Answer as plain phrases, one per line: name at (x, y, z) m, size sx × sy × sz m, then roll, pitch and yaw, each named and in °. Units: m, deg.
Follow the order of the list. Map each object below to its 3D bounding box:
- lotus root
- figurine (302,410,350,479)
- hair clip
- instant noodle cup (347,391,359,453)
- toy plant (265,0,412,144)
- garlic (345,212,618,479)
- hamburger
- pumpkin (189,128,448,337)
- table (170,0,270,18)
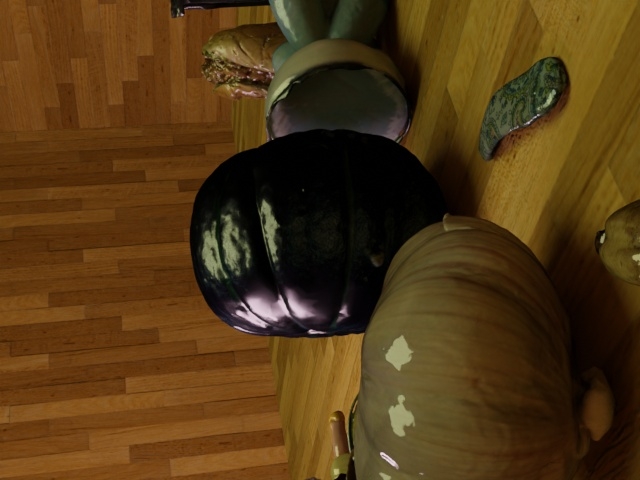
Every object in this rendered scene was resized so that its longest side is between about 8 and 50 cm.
lotus root at (0.260, 0.002, 0.738) m, size 0.152 × 0.063 × 0.072 m, roll -128°, pitch 62°, yaw -82°
figurine at (0.055, 0.345, 1.280) m, size 0.240 × 0.175 × 0.115 m, roll -111°, pitch 35°, yaw -53°
hair clip at (0.207, -0.134, 1.030) m, size 0.229 × 0.036 × 0.066 m, roll 124°, pitch 147°, yaw -72°
instant noodle cup at (0.143, 0.239, 1.178) m, size 0.144 × 0.182 × 0.182 m, roll 151°, pitch 115°, yaw -68°
toy plant at (0.012, -0.306, 1.521) m, size 0.247 × 0.247 × 0.332 m, roll 101°, pitch 166°, yaw -53°
garlic at (0.143, 0.134, 0.926) m, size 0.322 × 0.241 × 0.322 m, roll -169°, pitch 90°, yaw -81°
hamburger at (-0.084, -0.347, 1.796) m, size 0.259 × 0.283 × 0.144 m, roll -132°, pitch 30°, yaw -66°
pumpkin at (0.000, 0.000, 1.302) m, size 0.363 × 0.363 × 0.266 m, roll 127°, pitch 138°, yaw -73°
table at (-0.112, -0.553, 1.733) m, size 0.222 × 0.335 × 0.272 m, roll -136°, pitch 42°, yaw -74°
